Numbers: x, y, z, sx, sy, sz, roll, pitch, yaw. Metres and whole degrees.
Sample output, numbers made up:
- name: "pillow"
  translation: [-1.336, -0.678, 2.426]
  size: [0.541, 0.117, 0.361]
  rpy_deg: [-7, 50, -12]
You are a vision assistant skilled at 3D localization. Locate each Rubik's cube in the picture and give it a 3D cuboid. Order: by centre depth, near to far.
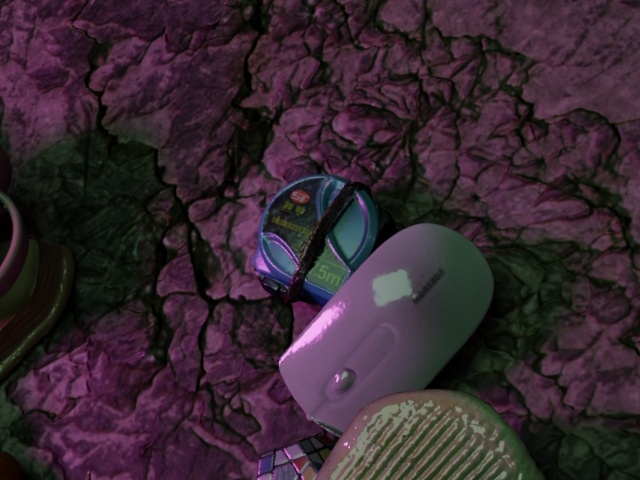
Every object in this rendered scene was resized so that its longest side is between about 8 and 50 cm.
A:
- name: "Rubik's cube"
  translation: [-0.015, 0.233, 1.337]
  size: [0.093, 0.111, 0.111]
  rpy_deg: [8, 65, -2]

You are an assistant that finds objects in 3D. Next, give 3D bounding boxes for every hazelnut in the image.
- name: "hazelnut"
  translation: [-0.350, 0.254, 1.495]
  size: [0.086, 0.086, 0.086]
  rpy_deg: [-11, 61, 20]

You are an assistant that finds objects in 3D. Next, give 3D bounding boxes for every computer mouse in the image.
- name: "computer mouse"
  translation: [0.065, 0.085, 1.365]
  size: [0.128, 0.079, 0.231]
  rpy_deg: [40, 89, 8]

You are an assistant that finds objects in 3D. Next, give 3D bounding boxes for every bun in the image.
- name: "bun"
  translation: [0.096, 0.238, 1.261]
  size: [0.221, 0.108, 0.221]
  rpy_deg: [-2, 76, 6]

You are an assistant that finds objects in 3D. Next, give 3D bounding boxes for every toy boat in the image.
- name: "toy boat"
  translation: [-0.354, 0.069, 1.598]
  size: [0.188, 0.061, 0.116]
  rpy_deg: [-48, 54, -5]

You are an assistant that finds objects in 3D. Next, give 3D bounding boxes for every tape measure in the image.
- name: "tape measure"
  translation: [0.000, 0.000, 1.457]
  size: [0.125, 0.081, 0.146]
  rpy_deg: [24, 76, 25]

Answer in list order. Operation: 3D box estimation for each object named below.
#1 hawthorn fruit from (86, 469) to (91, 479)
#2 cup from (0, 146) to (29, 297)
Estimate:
- name: "hawthorn fruit"
  translation: [-0.291, 0.368, 1.312]
  size: [0.261, 0.258, 0.258]
  rpy_deg: [-29, 51, -26]
- name: "cup"
  translation: [-0.424, -0.029, 1.553]
  size: [0.252, 0.191, 0.200]
  rpy_deg: [21, 66, 17]
